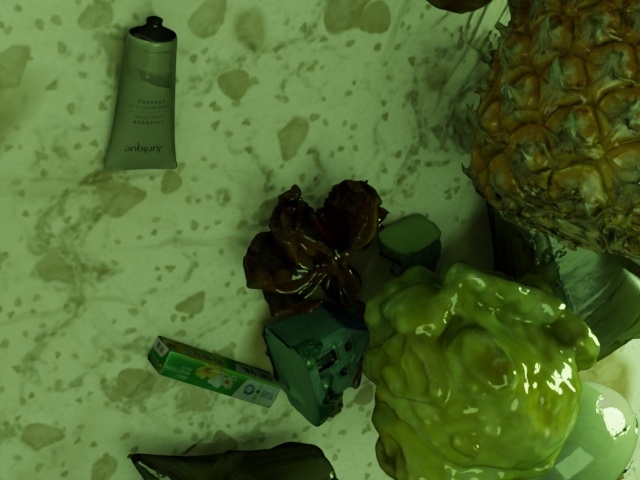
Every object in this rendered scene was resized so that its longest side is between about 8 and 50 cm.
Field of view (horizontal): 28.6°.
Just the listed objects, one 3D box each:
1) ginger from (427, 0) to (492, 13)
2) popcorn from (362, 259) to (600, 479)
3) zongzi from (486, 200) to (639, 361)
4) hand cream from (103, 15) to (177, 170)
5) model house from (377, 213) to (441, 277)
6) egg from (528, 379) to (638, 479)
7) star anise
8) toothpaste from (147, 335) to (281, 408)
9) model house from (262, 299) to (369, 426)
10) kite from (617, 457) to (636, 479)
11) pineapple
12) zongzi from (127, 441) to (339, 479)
[{"bbox_3d":[0.188,-0.415,1.419,0.165,0.172,0.321,-37,135,-60],"label":"ginger"},{"bbox_3d":[0.183,0.160,1.567,0.312,0.312,0.312,-12,118,-23],"label":"popcorn"},{"bbox_3d":[0.262,0.084,1.721,0.360,0.160,0.323,-37,115,7],"label":"zongzi"},{"bbox_3d":[-0.194,-0.161,1.403,0.087,0.054,0.186,-4,121,-22],"label":"hand cream"},{"bbox_3d":[0.117,0.020,1.658,0.078,0.066,0.083,-31,143,-25],"label":"model house"},{"bbox_3d":[0.364,0.292,1.839,0.217,0.183,0.183,-16,120,-21],"label":"egg"},{"bbox_3d":[0.000,0.000,1.537,0.190,0.126,0.220,4,134,-30],"label":"star anise"},{"bbox_3d":[-0.133,0.168,1.595,0.178,0.043,0.037,22,98,-34],"label":"toothpaste"},{"bbox_3d":[0.019,0.143,1.630,0.148,0.119,0.148,-32,124,-21],"label":"model house"},{"bbox_3d":[0.335,0.427,1.945,0.360,0.022,0.204,-20,147,-21],"label":"kite"},{"bbox_3d":[0.340,-0.140,1.453,0.352,0.352,0.300,22,79,-34],"label":"pineapple"},{"bbox_3d":[-0.108,0.298,1.630,0.221,0.112,0.242,-32,123,-10],"label":"zongzi"}]
